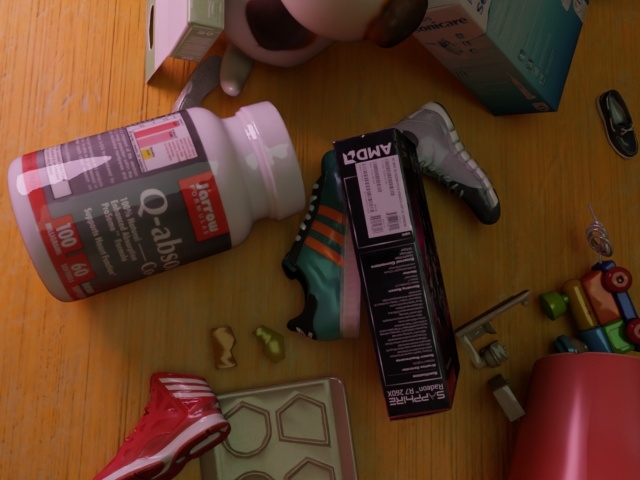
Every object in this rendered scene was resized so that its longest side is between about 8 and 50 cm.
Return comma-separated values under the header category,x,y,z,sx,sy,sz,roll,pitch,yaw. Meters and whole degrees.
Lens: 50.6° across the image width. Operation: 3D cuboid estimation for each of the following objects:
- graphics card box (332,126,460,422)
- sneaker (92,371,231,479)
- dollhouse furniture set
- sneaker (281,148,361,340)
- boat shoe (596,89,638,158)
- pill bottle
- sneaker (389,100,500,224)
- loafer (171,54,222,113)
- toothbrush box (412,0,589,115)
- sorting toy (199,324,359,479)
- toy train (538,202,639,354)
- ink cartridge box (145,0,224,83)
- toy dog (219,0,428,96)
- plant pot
category,x,y,z,sx,sy,sz,roll,pitch,yaw
graphics card box,0.117,0.038,0.960,0.094,0.233,0.371,-13,89,15
sneaker,-0.241,0.274,0.977,0.221,0.087,0.128,-29,56,0
dollhouse furniture set,0.296,0.169,1.025,0.123,0.144,0.151,-32,82,7
sneaker,0.000,0.000,1.032,0.121,0.108,0.302,-1,73,1
boat shoe,0.528,-0.205,1.191,0.046,0.038,0.125,-18,84,-12
pill bottle,-0.220,-0.066,0.952,0.362,0.210,0.210,-19,85,-12
sneaker,0.184,-0.104,1.101,0.132,0.086,0.229,-27,76,-8
loafer,-0.198,-0.242,1.072,0.045,0.039,0.125,40,71,-37
toothbrush box,0.278,-0.362,1.058,0.295,0.126,0.216,29,75,-40
sorting toy,-0.070,0.276,1.016,0.229,0.041,0.307,-7,82,-6
toy train,0.421,0.080,1.104,0.143,0.105,0.248,-22,85,1
ink cartridge box,-0.204,-0.345,0.998,0.056,0.235,0.171,3,80,-26
toy dog,-0.013,-0.381,0.910,0.284,0.408,0.395,43,86,-25
plant pot,0.408,0.305,0.988,0.274,0.275,0.243,14,68,-7
